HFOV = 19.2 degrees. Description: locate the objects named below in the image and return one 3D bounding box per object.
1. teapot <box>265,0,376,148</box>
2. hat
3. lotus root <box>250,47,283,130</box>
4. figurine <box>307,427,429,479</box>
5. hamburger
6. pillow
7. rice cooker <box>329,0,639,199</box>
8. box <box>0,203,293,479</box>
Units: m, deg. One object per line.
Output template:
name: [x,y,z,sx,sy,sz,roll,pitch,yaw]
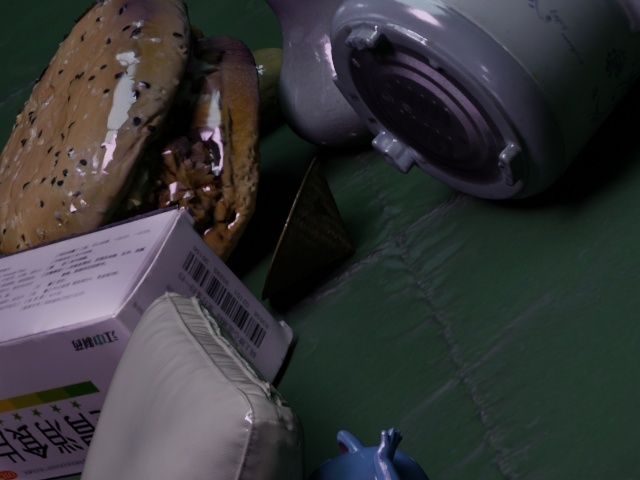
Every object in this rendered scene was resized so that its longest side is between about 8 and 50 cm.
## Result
teapot: [0.000,-0.221,1.902,0.183,0.251,0.183,-30,28,17]
hat: [0.000,0.000,1.771,0.146,0.067,0.146,21,-90,-89]
lotus root: [-0.082,-0.162,2.101,0.183,0.077,0.090,-32,27,14]
figurine: [0.041,0.219,1.322,0.144,0.114,0.178,-47,36,-15]
hamburger: [-0.191,-0.073,1.903,0.318,0.195,0.277,-50,28,28]
pillow: [-0.106,0.191,1.445,0.255,0.119,0.322,-71,22,8]
rice cooker: [0.170,-0.199,1.648,0.316,0.264,0.317,-32,26,18]
box: [-0.211,0.101,1.732,0.333,0.173,0.145,-15,36,38]
